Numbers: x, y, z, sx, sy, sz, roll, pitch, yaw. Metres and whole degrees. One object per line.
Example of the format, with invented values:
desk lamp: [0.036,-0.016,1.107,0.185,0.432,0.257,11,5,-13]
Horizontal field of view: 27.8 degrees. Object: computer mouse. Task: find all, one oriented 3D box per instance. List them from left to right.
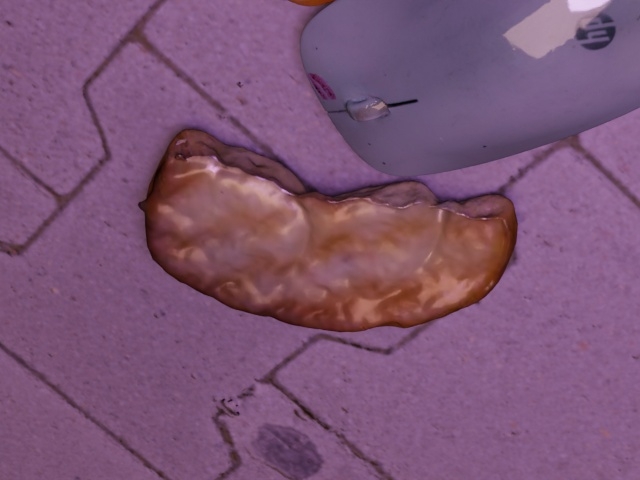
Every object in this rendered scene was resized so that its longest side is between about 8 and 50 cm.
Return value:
computer mouse: [0.118,-0.128,0.876,0.288,0.097,0.159,-20,116,27]

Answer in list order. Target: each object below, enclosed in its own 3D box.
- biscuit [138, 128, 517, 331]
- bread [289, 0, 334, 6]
biscuit: [0.001,0.004,1.031,0.299,0.045,0.154,13,124,8]
bread: [-0.039,-0.267,0.839,0.102,0.094,0.245,-26,111,24]
